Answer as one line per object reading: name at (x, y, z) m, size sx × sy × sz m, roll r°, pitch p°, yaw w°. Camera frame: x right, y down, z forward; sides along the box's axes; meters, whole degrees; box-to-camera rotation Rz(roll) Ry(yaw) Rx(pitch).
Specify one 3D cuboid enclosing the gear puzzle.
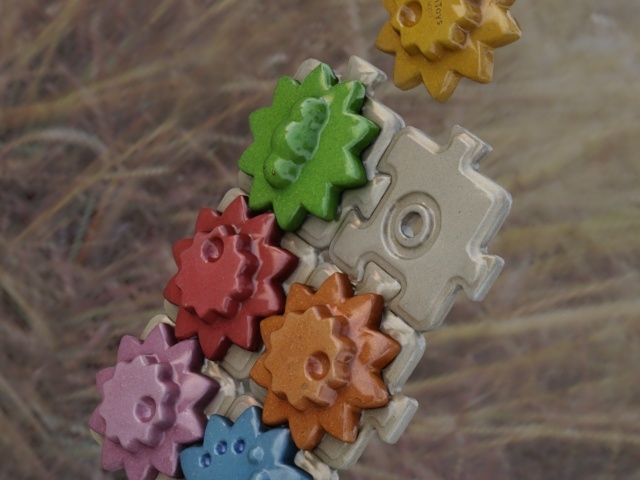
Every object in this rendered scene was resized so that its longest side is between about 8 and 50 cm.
gear puzzle at (0.000, 0.000, 0.855) m, size 0.044 × 0.339 × 0.175 m, roll 20°, pitch 15°, yaw -49°
